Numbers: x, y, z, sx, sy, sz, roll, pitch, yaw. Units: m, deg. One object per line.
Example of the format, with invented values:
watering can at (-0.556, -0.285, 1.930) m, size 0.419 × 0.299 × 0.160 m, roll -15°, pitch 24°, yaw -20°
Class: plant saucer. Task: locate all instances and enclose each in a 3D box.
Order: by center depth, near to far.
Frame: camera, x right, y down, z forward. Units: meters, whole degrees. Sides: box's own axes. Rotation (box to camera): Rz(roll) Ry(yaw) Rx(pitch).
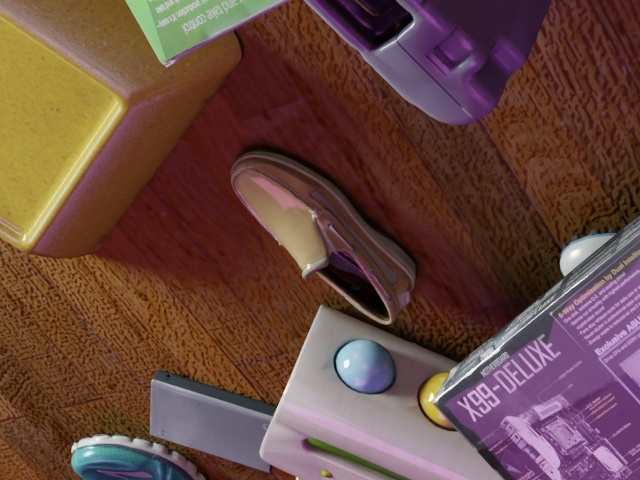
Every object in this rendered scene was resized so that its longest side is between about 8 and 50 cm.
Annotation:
plant saucer at (-0.281, -0.134, 1.077) m, size 0.333 × 0.081 × 0.333 m, roll 34°, pitch 136°, yaw -11°

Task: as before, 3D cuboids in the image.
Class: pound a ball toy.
pound a ball toy at (0.110, 0.203, 1.143) m, size 0.319 × 0.208 × 0.136 m, roll 23°, pitch 136°, yaw 1°

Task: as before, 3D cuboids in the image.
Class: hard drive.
hard drive at (-0.108, 0.186, 1.351) m, size 0.135 × 0.022 × 0.094 m, roll 16°, pitch 136°, yaw 7°

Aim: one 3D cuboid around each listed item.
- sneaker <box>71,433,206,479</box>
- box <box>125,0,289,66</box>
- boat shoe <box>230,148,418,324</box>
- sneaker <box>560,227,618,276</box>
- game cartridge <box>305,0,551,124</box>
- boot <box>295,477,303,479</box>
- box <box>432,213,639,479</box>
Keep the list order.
sneaker at (-0.165, 0.311, 1.432) m, size 0.107 × 0.110 × 0.275 m, roll -27°, pitch 117°, yaw 39°
box at (-0.100, -0.280, 0.772) m, size 0.232 × 0.058 × 0.322 m, roll -13°, pitch 108°, yaw 53°
boat shoe at (0.000, 0.000, 1.091) m, size 0.190 × 0.072 × 0.068 m, roll 35°, pitch 135°, yaw -12°
sneaker at (0.292, 0.070, 1.029) m, size 0.237 × 0.086 × 0.085 m, roll 31°, pitch 137°, yaw -6°
game cartridge at (0.003, -0.215, 0.627) m, size 0.297 × 0.198 × 0.062 m, roll 43°, pitch 134°, yaw -17°
boot at (0.092, 0.342, 1.359) m, size 0.211 × 0.104 × 0.295 m, roll 6°, pitch 129°, yaw 18°
box at (0.275, 0.109, 0.971) m, size 0.242 × 0.076 × 0.307 m, roll 46°, pitch 115°, yaw 1°
